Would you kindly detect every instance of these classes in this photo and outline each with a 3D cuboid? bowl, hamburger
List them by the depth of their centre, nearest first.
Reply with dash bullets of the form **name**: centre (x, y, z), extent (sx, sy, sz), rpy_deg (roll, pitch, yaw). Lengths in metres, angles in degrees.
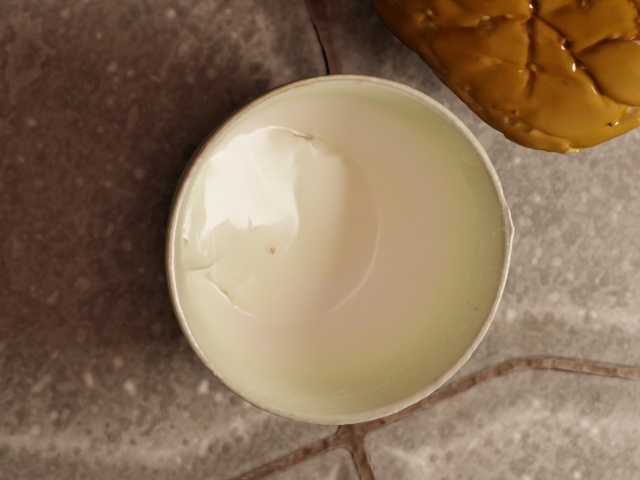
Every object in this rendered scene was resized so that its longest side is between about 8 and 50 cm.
- **hamburger**: centre (0.188, -0.218, 1.529), extent (0.319, 0.158, 0.318), rpy_deg (10, 135, 10)
- **bowl**: centre (0.000, 0.000, 1.581), extent (0.277, 0.145, 0.277), rpy_deg (-2, 98, -16)
